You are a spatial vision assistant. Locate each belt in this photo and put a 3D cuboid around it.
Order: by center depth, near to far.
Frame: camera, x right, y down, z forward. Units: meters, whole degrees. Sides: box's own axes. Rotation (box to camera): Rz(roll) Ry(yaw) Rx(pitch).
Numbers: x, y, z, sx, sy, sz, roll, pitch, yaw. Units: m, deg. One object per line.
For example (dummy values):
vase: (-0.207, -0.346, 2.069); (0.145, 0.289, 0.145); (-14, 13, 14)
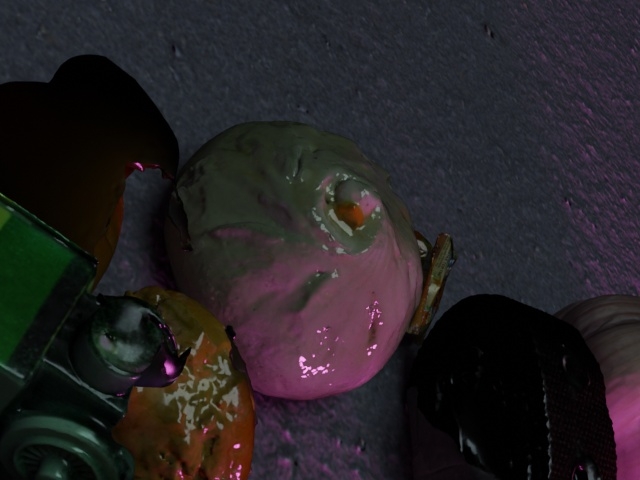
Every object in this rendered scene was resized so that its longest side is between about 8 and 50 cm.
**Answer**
belt: (0.178, 0.194, 1.139); (0.164, 0.184, 0.289); (26, 47, -37)

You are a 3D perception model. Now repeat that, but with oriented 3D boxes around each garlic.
garlic: (0.377, 0.199, 1.323); (0.241, 0.322, 0.321); (-23, 82, -14)

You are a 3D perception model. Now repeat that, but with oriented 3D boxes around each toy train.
toy train: (-0.214, 0.094, 0.681); (0.202, 0.301, 0.120); (37, 42, -13)

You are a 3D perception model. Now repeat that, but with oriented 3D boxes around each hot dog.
hot dog: (-0.218, -0.014, 0.894); (0.194, 0.107, 0.326); (46, 31, 3)

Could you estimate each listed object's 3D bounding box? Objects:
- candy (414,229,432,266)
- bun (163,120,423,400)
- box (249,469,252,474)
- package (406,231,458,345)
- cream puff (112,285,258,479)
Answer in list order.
candy: (0.044, -0.026, 1.256); (0.201, 0.060, 0.060); (40, 41, -13)
bun: (0.000, 0.000, 1.075); (0.283, 0.179, 0.283); (31, 43, -34)
box: (-0.101, 0.159, 0.962); (0.062, 0.045, 0.098); (-1, 68, -49)
package: (0.115, 0.053, 1.213); (0.121, 0.031, 0.108); (52, 60, -77)
cream puff: (-0.130, 0.124, 0.840); (0.130, 0.189, 0.189); (-7, 71, -45)
